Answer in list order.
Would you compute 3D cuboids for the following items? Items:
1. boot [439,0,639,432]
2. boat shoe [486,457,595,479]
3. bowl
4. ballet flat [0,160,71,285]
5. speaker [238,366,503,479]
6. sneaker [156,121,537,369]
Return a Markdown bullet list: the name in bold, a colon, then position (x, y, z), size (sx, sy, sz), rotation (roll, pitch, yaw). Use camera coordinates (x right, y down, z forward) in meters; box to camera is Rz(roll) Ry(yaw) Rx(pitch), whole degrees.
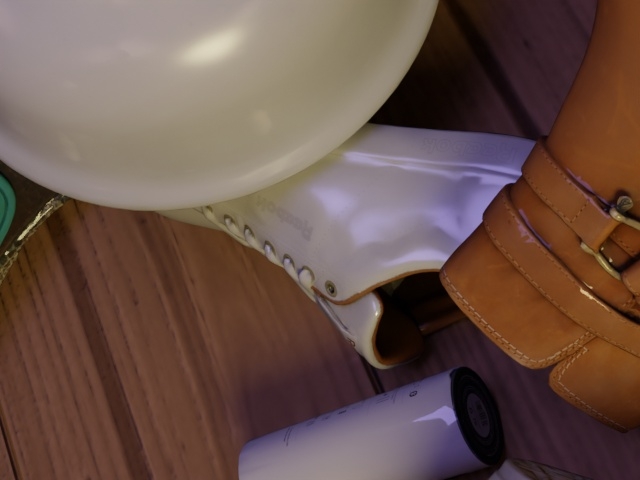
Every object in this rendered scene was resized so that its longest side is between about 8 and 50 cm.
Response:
- **boot**: position (0.132, -0.053, 0.717), size (0.220, 0.283, 0.109), rotation (-38, 19, 31)
- **boat shoe**: position (0.223, 0.251, 0.591), size (0.500, 0.187, 0.156), rotation (28, 95, 43)
- **bowl**: position (-0.089, -0.175, 0.836), size (0.298, 0.134, 0.298), rotation (-4, 69, 10)
- **ballet flat**: position (-0.212, -0.086, 1.044), size (0.483, 0.164, 0.182), rotation (-47, 33, 13)
- **speaker**: position (0.024, 0.112, 0.853), size (0.136, 0.055, 0.055), rotation (-22, 61, 26)
- **sneaker**: position (0.000, 0.000, 0.880), size (0.290, 0.106, 0.123), rotation (6, 73, 35)
